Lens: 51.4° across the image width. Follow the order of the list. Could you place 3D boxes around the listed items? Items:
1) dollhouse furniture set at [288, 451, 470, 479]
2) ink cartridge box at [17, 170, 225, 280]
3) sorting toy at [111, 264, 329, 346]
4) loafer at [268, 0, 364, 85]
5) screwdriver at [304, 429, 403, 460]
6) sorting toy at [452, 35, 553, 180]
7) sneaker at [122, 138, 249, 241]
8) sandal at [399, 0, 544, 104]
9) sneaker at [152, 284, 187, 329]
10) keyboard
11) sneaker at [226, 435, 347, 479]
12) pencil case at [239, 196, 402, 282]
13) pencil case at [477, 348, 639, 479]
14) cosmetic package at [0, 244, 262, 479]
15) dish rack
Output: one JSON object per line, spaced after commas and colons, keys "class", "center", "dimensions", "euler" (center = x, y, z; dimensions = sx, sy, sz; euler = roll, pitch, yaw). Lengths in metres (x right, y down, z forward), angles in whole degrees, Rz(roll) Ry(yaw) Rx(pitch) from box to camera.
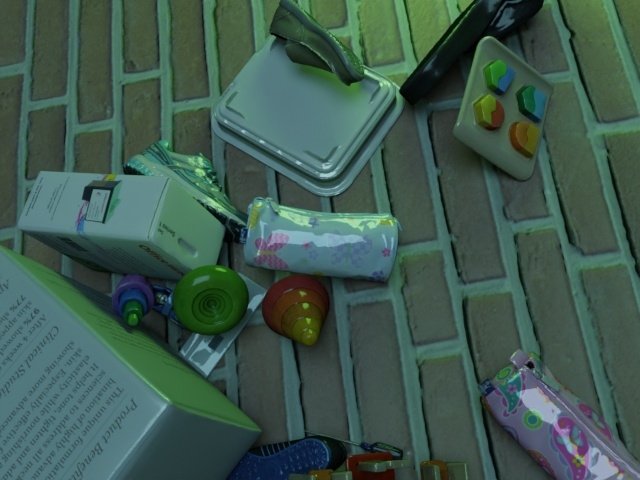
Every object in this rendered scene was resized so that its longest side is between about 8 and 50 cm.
{"class": "dollhouse furniture set", "center": [0.083, 0.447, 0.974], "dimensions": [0.262, 0.135, 0.259], "euler": [4, 72, -25]}
{"class": "ink cartridge box", "center": [-0.335, -0.022, 1.151], "dimensions": [0.278, 0.201, 0.117], "euler": [5, 68, 24]}
{"class": "sorting toy", "center": [-0.146, 0.123, 1.068], "dimensions": [0.365, 0.126, 0.127], "euler": [7, 110, -18]}
{"class": "loafer", "center": [-0.012, -0.363, 1.267], "dimensions": [0.087, 0.094, 0.251], "euler": [-49, 59, 15]}
{"class": "screwdriver", "center": [0.055, 0.333, 1.104], "dimensions": [0.170, 0.024, 0.025], "euler": [13, 42, 19]}
{"class": "sorting toy", "center": [0.342, -0.240, 1.212], "dimensions": [0.193, 0.038, 0.208], "euler": [27, 73, -25]}
{"class": "sneaker", "center": [-0.229, -0.106, 1.255], "dimensions": [0.283, 0.110, 0.122], "euler": [31, 63, 11]}
{"class": "sandal", "center": [0.328, -0.420, 1.293], "dimensions": [0.107, 0.167, 0.446], "euler": [41, 86, -7]}
{"class": "sneaker", "center": [-0.262, 0.119, 1.194], "dimensions": [0.144, 0.059, 0.053], "euler": [18, 71, 18]}
{"class": "keyboard", "center": [-0.195, 0.177, 1.195], "dimensions": [0.072, 0.014, 0.256], "euler": [33, 77, 12]}
{"class": "sneaker", "center": [-0.067, 0.369, 1.077], "dimensions": [0.232, 0.090, 0.081], "euler": [-18, 68, 23]}
{"class": "pencil case", "center": [0.000, 0.000, 1.160], "dimensions": [0.273, 0.113, 0.124], "euler": [8, 89, -1]}
{"class": "pencil case", "center": [0.378, 0.299, 1.018], "dimensions": [0.124, 0.124, 0.284], "euler": [-40, 71, -8]}
{"class": "cosmetic package", "center": [-0.373, 0.275, 0.980], "dimensions": [0.393, 0.327, 0.329], "euler": [35, 82, 25]}
{"class": "dish rack", "center": [-0.032, -0.271, 1.310], "dimensions": [0.332, 0.072, 0.285], "euler": [31, 77, 18]}
